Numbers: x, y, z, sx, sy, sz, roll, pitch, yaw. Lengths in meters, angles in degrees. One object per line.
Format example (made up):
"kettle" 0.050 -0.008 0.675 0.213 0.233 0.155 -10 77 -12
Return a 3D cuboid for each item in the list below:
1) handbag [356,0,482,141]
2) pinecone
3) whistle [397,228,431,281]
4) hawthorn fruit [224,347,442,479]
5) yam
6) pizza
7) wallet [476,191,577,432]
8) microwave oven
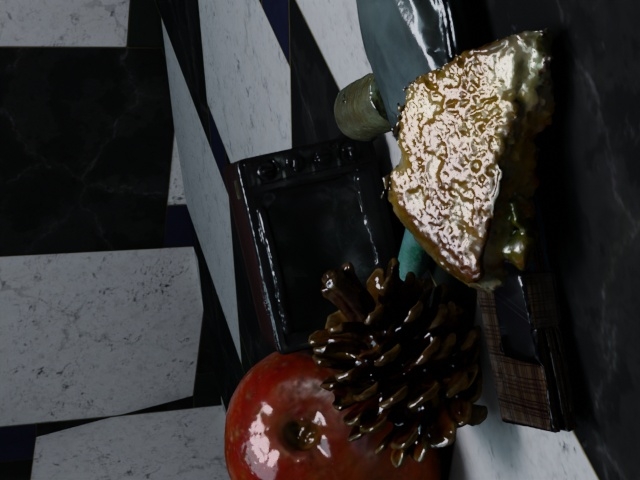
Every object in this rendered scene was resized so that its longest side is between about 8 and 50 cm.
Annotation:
"handbag" 0.080 -0.235 1.122 0.191 0.075 0.332 176 84 -75
"pinecone" 0.079 0.114 1.275 0.212 0.169 0.185 63 153 3
"whistle" 0.107 -0.012 1.309 0.186 0.039 0.039 99 155 -61
"hawthorn fruit" 0.010 0.257 1.512 0.284 0.284 0.284 166 90 -78
"yam" 0.060 -0.145 1.305 0.169 0.068 0.068 172 85 -78
"pizza" 0.127 -0.075 0.995 0.147 0.069 0.226 29 121 43
"wallet" 0.168 0.050 1.078 0.124 0.042 0.230 170 92 -77
"microwave oven" -0.002 0.000 1.487 0.188 0.178 0.247 180 76 -78
